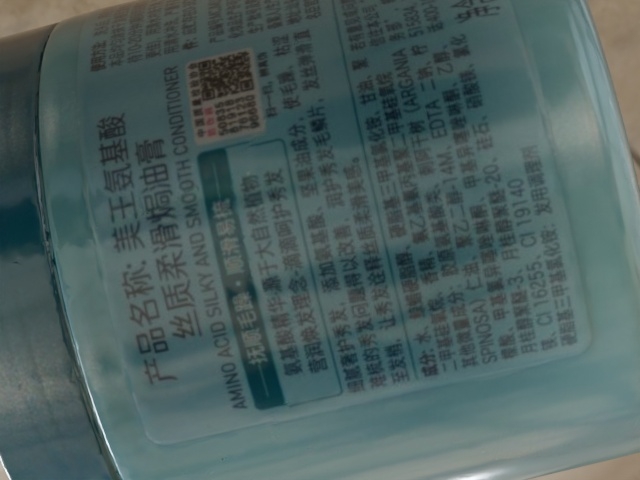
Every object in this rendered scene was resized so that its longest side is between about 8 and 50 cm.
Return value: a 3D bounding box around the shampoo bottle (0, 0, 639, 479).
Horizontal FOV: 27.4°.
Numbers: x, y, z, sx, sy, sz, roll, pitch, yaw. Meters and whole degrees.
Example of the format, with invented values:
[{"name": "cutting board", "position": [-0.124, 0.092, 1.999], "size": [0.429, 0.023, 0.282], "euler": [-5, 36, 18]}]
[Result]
[{"name": "shampoo bottle", "position": [0.000, 0.000, 0.786], "size": [0.342, 0.331, 0.331], "euler": [-14, 152, 6]}]
